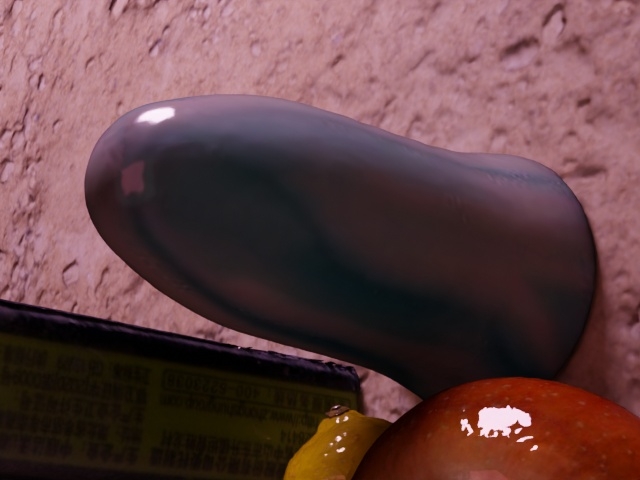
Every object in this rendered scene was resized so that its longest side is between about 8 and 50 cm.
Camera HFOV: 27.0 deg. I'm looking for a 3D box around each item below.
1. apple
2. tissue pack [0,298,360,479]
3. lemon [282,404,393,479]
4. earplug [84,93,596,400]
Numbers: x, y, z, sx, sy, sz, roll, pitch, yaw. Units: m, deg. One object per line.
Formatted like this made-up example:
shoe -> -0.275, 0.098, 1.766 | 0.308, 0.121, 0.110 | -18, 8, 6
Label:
apple -> 0.126, 0.183, 0.744 | 0.235, 0.173, 0.210 | 45, 114, 35
tissue pack -> -0.207, 0.117, 0.967 | 0.288, 0.394, 0.124 | -6, 74, 49
lemon -> 0.026, 0.177, 0.904 | 0.109, 0.109, 0.133 | -29, 73, 40
earplug -> 0.000, 0.000, 0.820 | 0.185, 0.324, 0.185 | -17, 66, 44
